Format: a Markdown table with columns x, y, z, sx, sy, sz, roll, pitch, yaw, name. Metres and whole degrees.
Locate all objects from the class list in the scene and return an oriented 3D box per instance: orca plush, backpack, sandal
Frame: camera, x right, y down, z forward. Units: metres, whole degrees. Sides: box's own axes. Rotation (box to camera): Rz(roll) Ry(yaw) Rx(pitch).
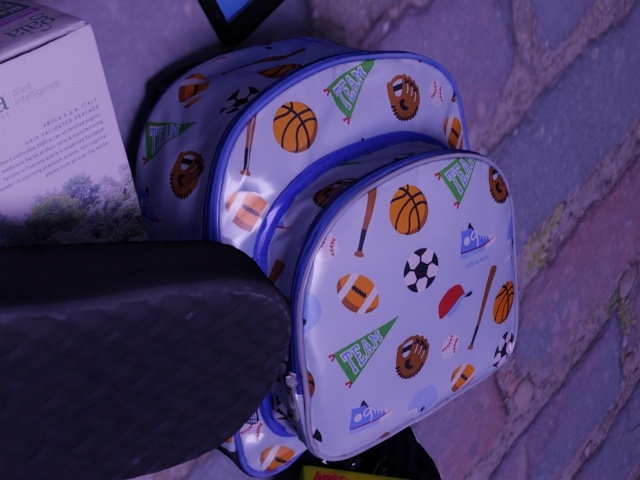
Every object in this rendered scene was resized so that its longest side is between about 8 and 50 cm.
| x | y | z | sx | sy | sz | roll | pitch | yaw | name |
| --- | --- | --- | --- | --- | --- | --- | --- | --- | --- |
| 0.056 | 0.192 | 0.901 | 0.151 | 0.102 | 0.287 | -50 | 137 | -24 | orca plush |
| 0.000 | 0.000 | 0.687 | 0.277 | 0.213 | 0.263 | -26 | 113 | -38 | backpack |
| -0.210 | 0.049 | 0.439 | 0.446 | 0.107 | 0.167 | 5 | 120 | -47 | sandal |

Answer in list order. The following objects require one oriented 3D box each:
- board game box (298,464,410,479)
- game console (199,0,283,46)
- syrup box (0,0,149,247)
| x | y | z | sx | sy | sz | roll | pitch | yaw | name |
| --- | --- | --- | --- | --- | --- | --- | --- | --- | --- |
| 0.012 | 0.277 | 0.864 | 0.043 | 0.092 | 0.181 | -93 | -165 | -62 | board game box |
| -0.026 | -0.210 | 0.657 | 0.144 | 0.124 | 0.085 | 60 | 33 | -44 | game console |
| -0.161 | -0.004 | 0.567 | 0.093 | 0.096 | 0.236 | -36 | 130 | -36 | syrup box |
